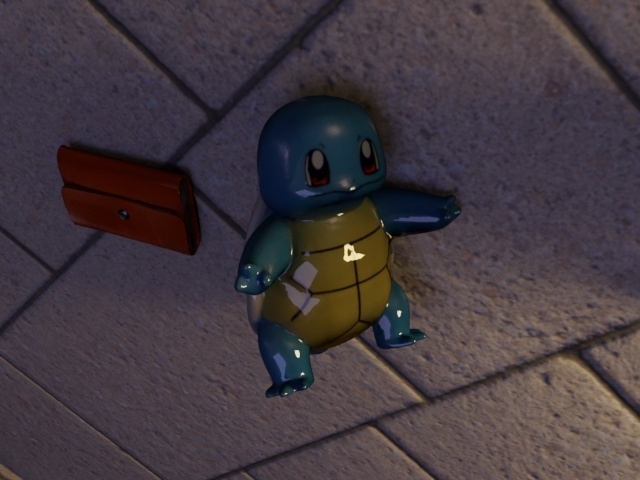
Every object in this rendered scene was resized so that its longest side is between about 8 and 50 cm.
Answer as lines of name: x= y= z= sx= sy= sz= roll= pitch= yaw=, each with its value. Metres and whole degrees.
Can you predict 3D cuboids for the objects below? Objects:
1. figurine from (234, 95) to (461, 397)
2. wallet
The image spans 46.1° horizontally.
figurine: x=0.014 y=0.034 z=0.918 sx=0.298 sy=0.243 sz=0.416 roll=-13 pitch=142 yaw=-20
wallet: x=-0.276 y=-0.056 z=1.081 sx=0.205 sy=0.045 sz=0.142 roll=14 pitch=134 yaw=16
